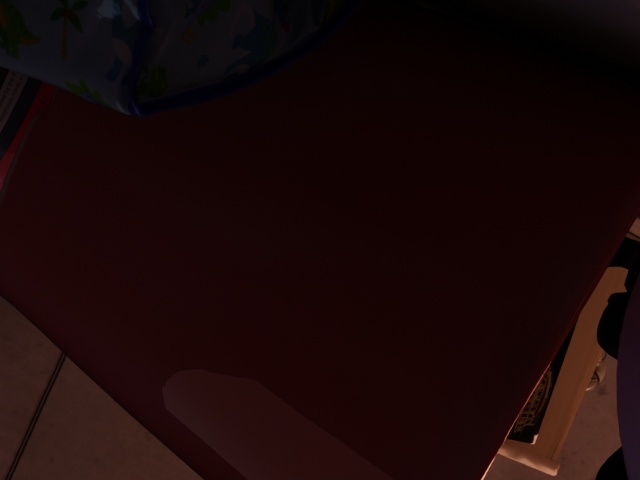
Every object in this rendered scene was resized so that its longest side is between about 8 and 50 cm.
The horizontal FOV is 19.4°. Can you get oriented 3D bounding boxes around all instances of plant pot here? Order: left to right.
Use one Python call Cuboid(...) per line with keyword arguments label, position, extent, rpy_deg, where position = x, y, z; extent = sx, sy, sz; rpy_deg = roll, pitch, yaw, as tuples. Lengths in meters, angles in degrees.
Cuboid(label="plant pot", position=(0.000, 0.000, 0.867), extent=(0.243, 0.275, 0.275), rpy_deg=(31, 179, 9))

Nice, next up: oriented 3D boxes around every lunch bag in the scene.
Cuboid(label="lunch bag", position=(-0.063, -0.116, 0.741), extent=(0.129, 0.096, 0.151), rpy_deg=(23, -153, 34))

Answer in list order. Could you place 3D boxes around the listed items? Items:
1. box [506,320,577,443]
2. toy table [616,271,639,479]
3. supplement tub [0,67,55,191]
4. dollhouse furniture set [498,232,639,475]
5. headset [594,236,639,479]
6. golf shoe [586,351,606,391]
Cuboid(label="box", position=(0.050, -0.003, 1.066), extent=(0.220, 0.175, 0.051), rpy_deg=(19, 180, 36))
Cuboid(label="toy table", position=(0.285, 0.120, 1.033), extent=(0.161, 0.252, 0.274), rpy_deg=(24, 157, 49))
Cuboid(label="supplement tub", position=(-0.265, -0.139, 1.095), extent=(0.272, 0.191, 0.191), rpy_deg=(25, 178, -23))
Cuboid(label="dollhouse furniture set", position=(0.122, 0.052, 1.574), extent=(0.286, 0.198, 0.303), rpy_deg=(26, 178, -39))
Cuboid(label="headset", position=(0.265, 0.114, 1.344), extent=(0.394, 0.243, 0.185), rpy_deg=(-1, -172, 3))
Cuboid(label="golf shoe", position=(0.168, 0.093, 1.666), extent=(0.176, 0.069, 0.086), rpy_deg=(25, 174, 15))
